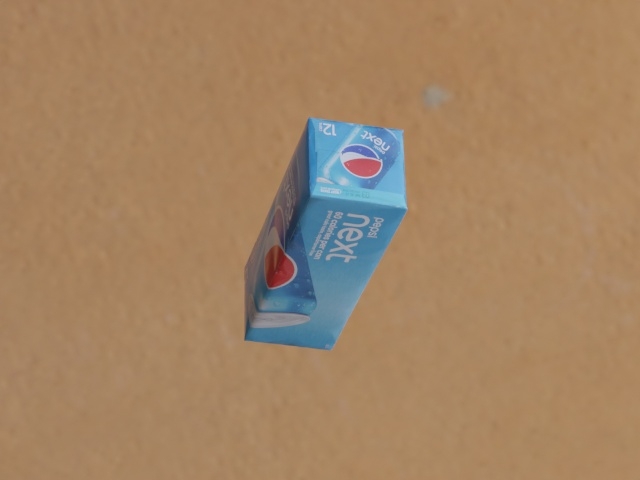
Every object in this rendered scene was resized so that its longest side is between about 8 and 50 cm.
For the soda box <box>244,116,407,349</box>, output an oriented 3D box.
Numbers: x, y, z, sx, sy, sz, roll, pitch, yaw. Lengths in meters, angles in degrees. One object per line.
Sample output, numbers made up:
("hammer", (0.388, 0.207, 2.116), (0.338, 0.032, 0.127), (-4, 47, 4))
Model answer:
("soda box", (0.000, 0.000, 1.414), (0.210, 0.071, 0.067), (115, -22, -55))
